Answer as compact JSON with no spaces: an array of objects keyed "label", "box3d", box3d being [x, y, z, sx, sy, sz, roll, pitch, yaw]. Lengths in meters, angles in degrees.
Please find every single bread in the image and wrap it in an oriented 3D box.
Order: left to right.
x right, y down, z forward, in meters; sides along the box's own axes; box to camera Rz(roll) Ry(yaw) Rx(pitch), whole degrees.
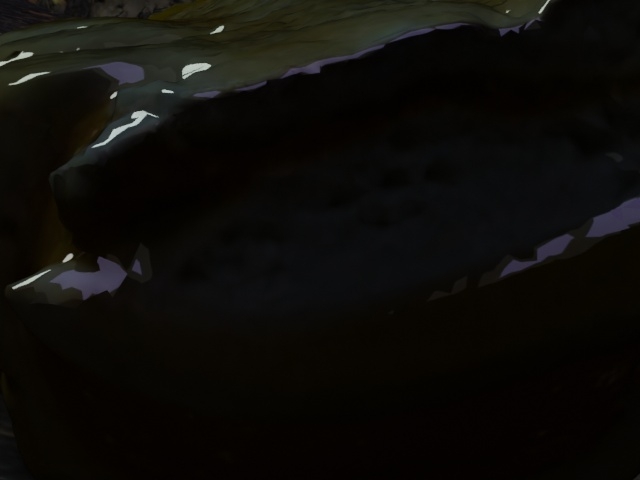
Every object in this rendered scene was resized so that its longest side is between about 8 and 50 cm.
[{"label":"bread","box3d":[0.000,0.000,0.635,0.301,0.210,0.341,-12,14,-20]}]
